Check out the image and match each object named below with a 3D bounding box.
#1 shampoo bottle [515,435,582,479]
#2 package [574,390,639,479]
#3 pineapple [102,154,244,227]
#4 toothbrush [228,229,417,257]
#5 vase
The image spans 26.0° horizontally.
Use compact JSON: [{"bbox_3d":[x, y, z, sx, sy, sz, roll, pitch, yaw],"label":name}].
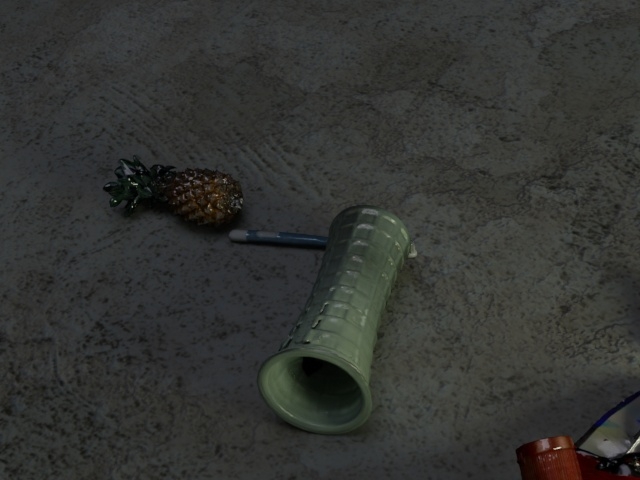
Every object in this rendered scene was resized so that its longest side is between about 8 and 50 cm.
[{"bbox_3d":[0.250,0.327,1.374,0.102,0.064,0.260,-13,71,6],"label":"shampoo bottle"},{"bbox_3d":[0.380,0.231,1.512,0.194,0.071,0.269,10,30,33],"label":"package"},{"bbox_3d":[-0.205,-0.067,2.003,0.221,0.083,0.103,11,45,27],"label":"pineapple"},{"bbox_3d":[0.000,0.000,1.922,0.275,0.025,0.019,5,45,19],"label":"toothbrush"},{"bbox_3d":[0.029,0.085,1.740,0.143,0.143,0.299,3,40,16],"label":"vase"}]
